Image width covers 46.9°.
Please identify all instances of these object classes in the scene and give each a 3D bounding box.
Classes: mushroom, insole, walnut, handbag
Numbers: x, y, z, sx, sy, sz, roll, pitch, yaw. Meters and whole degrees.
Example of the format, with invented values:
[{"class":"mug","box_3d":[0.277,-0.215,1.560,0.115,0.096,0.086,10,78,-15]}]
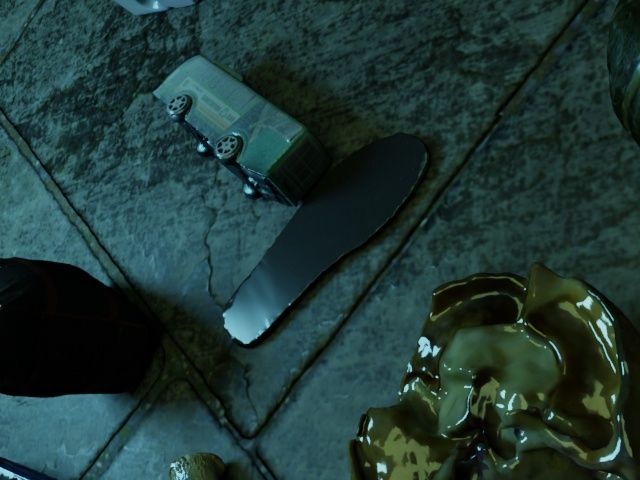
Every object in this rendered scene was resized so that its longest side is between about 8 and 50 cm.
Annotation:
[{"class":"mushroom","box_3d":[-0.090,0.303,0.740,0.059,0.054,0.202,-50,57,15]},{"class":"insole","box_3d":[0.000,0.000,0.816,0.309,0.012,0.110,-49,52,9]},{"class":"walnut","box_3d":[0.144,0.136,0.585,0.238,0.141,0.204,-28,41,18]},{"class":"handbag","box_3d":[-0.333,0.102,0.883,0.169,0.215,0.155,29,98,42]}]

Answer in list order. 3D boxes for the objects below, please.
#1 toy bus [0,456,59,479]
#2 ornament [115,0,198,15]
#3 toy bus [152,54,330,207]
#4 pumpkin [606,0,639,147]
[{"class":"toy bus","box_3d":[-0.345,0.327,0.851,0.292,0.133,0.125,3,74,37]},{"class":"ornament","box_3d":[-0.239,-0.495,1.034,0.240,0.239,0.239,4,74,36]},{"class":"toy bus","box_3d":[-0.102,-0.136,0.898,0.109,0.091,0.262,-47,53,-3]},{"class":"pumpkin","box_3d":[0.331,-0.137,0.546,0.238,0.159,0.238,-10,52,13]}]
